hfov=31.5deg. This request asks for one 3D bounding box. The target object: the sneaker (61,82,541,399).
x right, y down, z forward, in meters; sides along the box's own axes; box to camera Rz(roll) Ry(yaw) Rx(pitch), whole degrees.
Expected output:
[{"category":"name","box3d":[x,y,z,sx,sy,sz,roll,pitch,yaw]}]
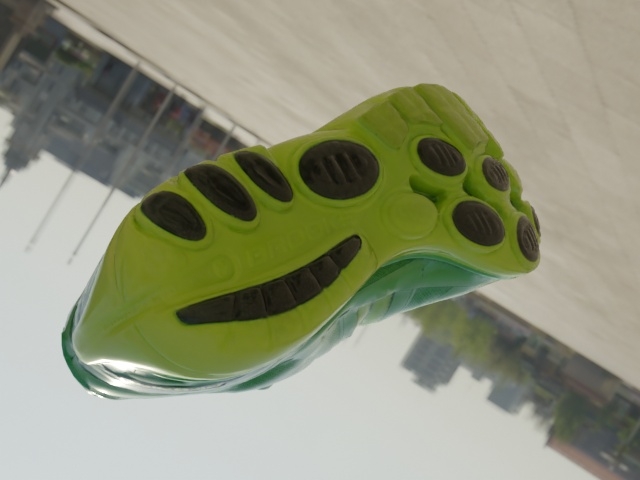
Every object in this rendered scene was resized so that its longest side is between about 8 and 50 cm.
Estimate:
[{"category":"sneaker","box3d":[0.000,0.000,0.539,0.295,0.123,0.110,-14,-102,-47]}]
